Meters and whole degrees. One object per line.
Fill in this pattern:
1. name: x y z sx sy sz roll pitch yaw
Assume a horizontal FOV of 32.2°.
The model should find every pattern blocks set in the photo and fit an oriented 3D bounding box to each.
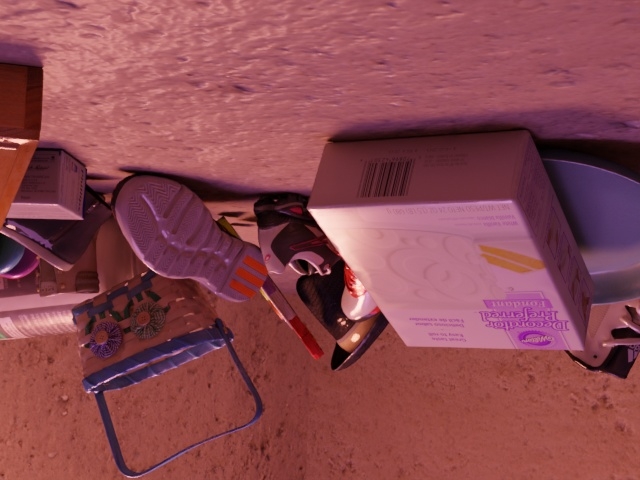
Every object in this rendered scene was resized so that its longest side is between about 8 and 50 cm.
1. pattern blocks set: -0.095 0.078 1.941 0.026 0.285 0.325 -36 -171 -2

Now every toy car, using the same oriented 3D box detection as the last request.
1. toy car: -0.501 0.011 1.719 0.136 0.159 0.182 17 170 -13

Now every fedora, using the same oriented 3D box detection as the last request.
1. fedora: 0.053 0.067 1.922 0.152 0.334 0.334 33 171 -4

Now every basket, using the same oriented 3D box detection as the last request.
1. basket: -0.253 0.199 1.738 0.255 0.289 0.201 -27 174 10

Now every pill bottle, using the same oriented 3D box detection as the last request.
1. pill bottle: -0.414 0.058 1.932 0.361 0.204 0.204 -6 172 11

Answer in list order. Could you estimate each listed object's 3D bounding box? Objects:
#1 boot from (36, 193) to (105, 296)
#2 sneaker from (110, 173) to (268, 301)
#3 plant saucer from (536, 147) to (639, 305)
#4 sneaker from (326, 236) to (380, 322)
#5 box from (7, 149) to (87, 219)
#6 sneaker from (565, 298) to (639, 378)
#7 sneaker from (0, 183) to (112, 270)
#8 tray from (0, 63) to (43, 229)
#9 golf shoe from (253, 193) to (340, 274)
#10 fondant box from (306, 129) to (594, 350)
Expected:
1. boot: -0.413 0.002 1.645 0.077 0.165 0.213 -4 173 40
2. sneaker: -0.228 -0.015 1.634 0.180 0.124 0.321 28 170 40
3. plant saucer: 0.280 -0.018 1.321 0.318 0.043 0.317 12 150 7
4. sneaker: 0.059 0.022 1.659 0.145 0.090 0.270 9 139 -29
5. box: -0.374 -0.070 1.406 0.126 0.072 0.137 2 173 1
6. sneaker: 0.526 0.084 1.678 0.169 0.257 0.447 8 171 -42
7. sneaker: -0.404 -0.063 1.539 0.222 0.118 0.083 37 -175 -31
8. tray: -0.406 -0.083 1.107 0.203 0.076 0.411 4 167 -20
9. golf shoe: 0.000 0.000 1.736 0.105 0.120 0.273 -6 171 44
10. fondant box: 0.163 0.012 1.289 0.238 0.096 0.330 -1 148 27
